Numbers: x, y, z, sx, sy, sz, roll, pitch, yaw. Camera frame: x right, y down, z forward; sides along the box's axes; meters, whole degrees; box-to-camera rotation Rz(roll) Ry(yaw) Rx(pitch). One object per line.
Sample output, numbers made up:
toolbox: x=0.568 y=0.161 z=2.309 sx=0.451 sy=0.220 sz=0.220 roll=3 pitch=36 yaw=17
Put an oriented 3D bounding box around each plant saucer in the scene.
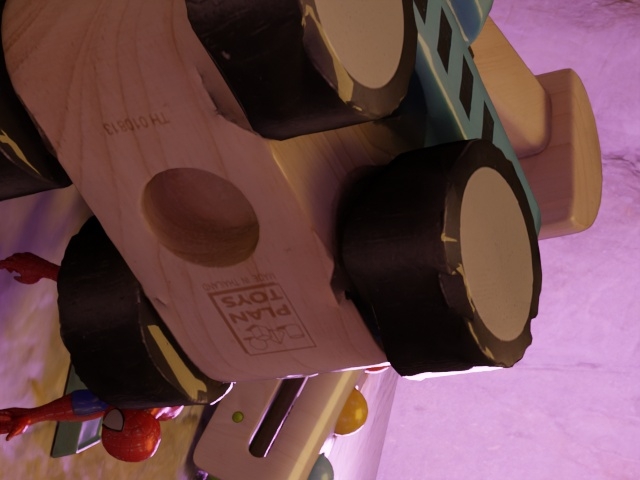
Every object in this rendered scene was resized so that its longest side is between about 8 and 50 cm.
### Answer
plant saucer: x=-0.155 y=0.061 z=1.012 sx=0.067 sy=0.018 sz=0.192 roll=-9 pitch=111 yaw=-80

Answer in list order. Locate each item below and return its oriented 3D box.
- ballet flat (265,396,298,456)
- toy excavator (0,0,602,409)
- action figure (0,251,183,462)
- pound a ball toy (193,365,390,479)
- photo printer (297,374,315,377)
ballet flat: x=-0.046 y=0.236 z=1.679 sx=0.221 sy=0.079 sz=0.076 roll=-35 pitch=149 yaw=-76
toy excavator: x=0.039 y=-0.082 z=0.803 sx=0.433 sy=0.222 sz=0.445 roll=60 pitch=35 yaw=-30
action figure: x=-0.145 y=0.020 z=0.857 sx=0.091 sy=0.139 sz=0.280 roll=90 pitch=-6 yaw=-45
pound a ball toy: x=-0.002 y=0.161 z=1.532 sx=0.319 sy=0.136 sz=0.208 roll=-61 pitch=167 yaw=-23
photo printer: x=-0.037 y=-0.070 z=1.028 sx=0.256 sy=0.107 sz=0.307 roll=-105 pitch=-166 yaw=-86
